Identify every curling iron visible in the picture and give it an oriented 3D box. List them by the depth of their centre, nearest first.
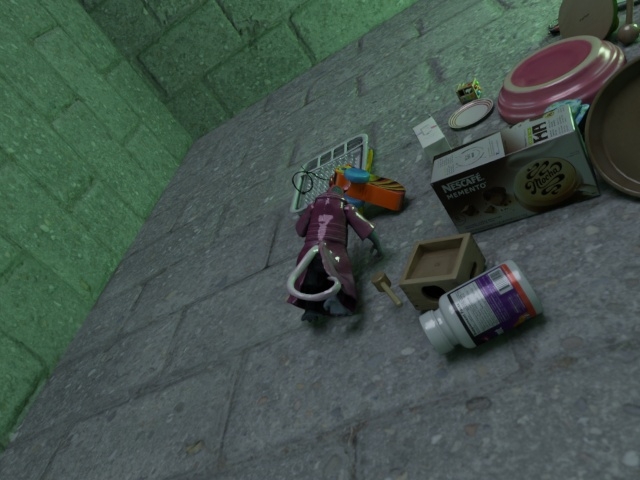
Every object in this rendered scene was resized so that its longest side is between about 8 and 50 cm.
[{"bbox_3d":[0.834,-0.694,1.603,0.274,0.035,0.068,-6,41,46],"label":"curling iron"}]

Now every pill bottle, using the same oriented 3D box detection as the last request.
[{"bbox_3d":[0.279,0.124,0.929,0.194,0.108,0.108,-31,28,13],"label":"pill bottle"}]

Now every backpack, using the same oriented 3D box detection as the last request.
[{"bbox_3d":[0.566,-0.277,1.230,0.114,0.084,0.105,-1,42,52],"label":"backpack"}]

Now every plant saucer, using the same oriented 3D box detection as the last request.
[{"bbox_3d":[0.628,-0.210,0.947,0.278,0.041,0.277,-2,87,50],"label":"plant saucer"},{"bbox_3d":[0.631,-0.444,1.410,0.332,0.084,0.332,-28,30,17],"label":"plant saucer"}]

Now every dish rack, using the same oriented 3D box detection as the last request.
[{"bbox_3d":[0.044,-0.206,1.744,0.286,0.072,0.332,-24,30,23],"label":"dish rack"}]

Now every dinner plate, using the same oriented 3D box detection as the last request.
[{"bbox_3d":[0.457,-0.382,1.589,0.141,0.017,0.141,-29,28,17],"label":"dinner plate"}]

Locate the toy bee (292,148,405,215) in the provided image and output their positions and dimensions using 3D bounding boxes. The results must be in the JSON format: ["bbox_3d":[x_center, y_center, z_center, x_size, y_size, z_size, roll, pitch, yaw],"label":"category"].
[{"bbox_3d":[0.100,-0.176,1.481,0.195,0.298,0.162,-57,1,31],"label":"toy bee"}]

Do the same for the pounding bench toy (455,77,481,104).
[{"bbox_3d":[0.482,-0.489,1.683,0.065,0.052,0.083,-13,36,38],"label":"pounding bench toy"}]

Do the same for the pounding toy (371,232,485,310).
[{"bbox_3d":[0.210,0.092,1.071,0.206,0.094,0.181,-12,37,40],"label":"pounding toy"}]

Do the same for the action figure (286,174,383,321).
[{"bbox_3d":[0.000,0.000,1.253,0.248,0.276,0.370,-2,69,24],"label":"action figure"}]

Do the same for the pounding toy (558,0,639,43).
[{"bbox_3d":[0.794,-0.633,1.456,0.110,0.182,0.237,-18,22,-20],"label":"pounding toy"}]

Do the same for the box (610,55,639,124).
[{"bbox_3d":[0.726,-0.295,1.053,0.184,0.103,0.261,4,49,48],"label":"box"}]

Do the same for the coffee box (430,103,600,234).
[{"bbox_3d":[0.407,-0.142,1.120,0.297,0.168,0.118,-19,33,31],"label":"coffee box"}]

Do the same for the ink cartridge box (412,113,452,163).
[{"bbox_3d":[0.321,-0.266,1.466,0.067,0.115,0.198,-29,28,16],"label":"ink cartridge box"}]
